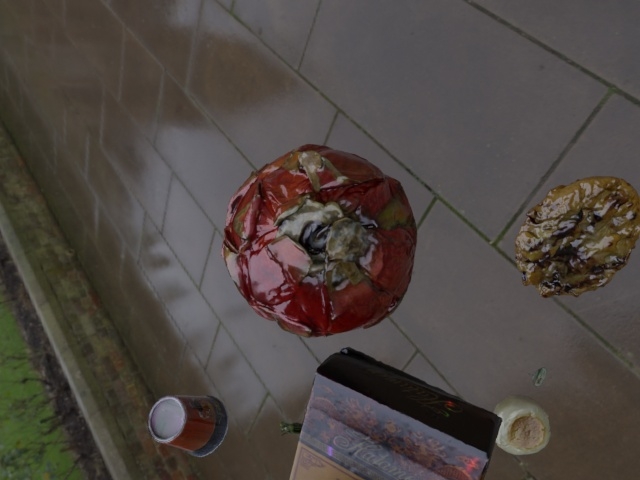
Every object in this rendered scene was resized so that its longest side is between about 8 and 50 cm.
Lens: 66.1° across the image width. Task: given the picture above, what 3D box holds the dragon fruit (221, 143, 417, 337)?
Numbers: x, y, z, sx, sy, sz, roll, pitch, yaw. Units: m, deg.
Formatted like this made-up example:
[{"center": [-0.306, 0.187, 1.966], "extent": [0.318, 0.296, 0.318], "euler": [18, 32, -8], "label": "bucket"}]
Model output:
[{"center": [0.000, 0.000, 0.695], "extent": [0.342, 0.277, 0.278], "euler": [-159, 59, -70], "label": "dragon fruit"}]

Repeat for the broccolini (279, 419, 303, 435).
[{"center": [-0.050, 0.542, 1.387], "extent": [0.271, 0.123, 0.062], "euler": [73, -160, -66], "label": "broccolini"}]

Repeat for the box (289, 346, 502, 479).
[{"center": [0.082, 0.402, 0.755], "extent": [0.264, 0.115, 0.416], "euler": [20, 108, 24], "label": "box"}]

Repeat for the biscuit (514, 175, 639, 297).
[{"center": [0.600, 0.009, 1.140], "extent": [0.081, 0.289, 0.334], "euler": [-102, -1, -55], "label": "biscuit"}]

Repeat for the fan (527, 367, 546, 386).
[{"center": [0.644, 0.411, 1.465], "extent": [0.003, 0.080, 0.060], "euler": [-151, 54, -62], "label": "fan"}]

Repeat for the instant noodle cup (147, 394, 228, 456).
[{"center": [-0.274, 0.368, 1.001], "extent": [0.127, 0.127, 0.136], "euler": [42, 175, 32], "label": "instant noodle cup"}]

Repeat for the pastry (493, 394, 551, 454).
[{"center": [0.524, 0.486, 1.298], "extent": [0.092, 0.156, 0.157], "euler": [-149, 45, -85], "label": "pastry"}]
